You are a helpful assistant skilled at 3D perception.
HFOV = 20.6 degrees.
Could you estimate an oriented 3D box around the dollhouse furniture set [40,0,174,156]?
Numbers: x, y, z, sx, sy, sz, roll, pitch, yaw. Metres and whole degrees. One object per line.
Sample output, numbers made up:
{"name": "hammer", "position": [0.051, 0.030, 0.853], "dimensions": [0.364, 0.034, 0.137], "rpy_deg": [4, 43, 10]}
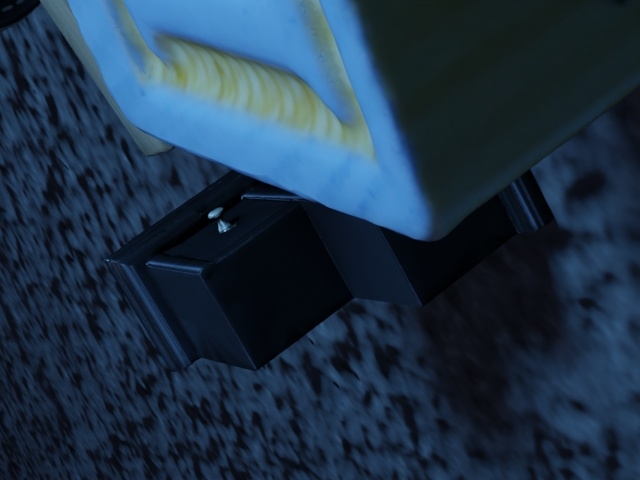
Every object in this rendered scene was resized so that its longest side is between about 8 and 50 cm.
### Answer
{"name": "dollhouse furniture set", "position": [-0.034, -0.140, 0.741], "dimensions": [0.144, 0.151, 0.123], "rpy_deg": [57, 158, -12]}

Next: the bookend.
{"name": "bookend", "position": [0.000, 0.000, 0.866], "dimensions": [0.156, 0.157, 0.072], "rpy_deg": [7, 129, 62]}

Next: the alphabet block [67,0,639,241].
{"name": "alphabet block", "position": [0.023, -0.145, 0.562], "dimensions": [0.192, 0.197, 0.193], "rpy_deg": [23, 143, 50]}

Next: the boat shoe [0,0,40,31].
{"name": "boat shoe", "position": [-0.172, -0.255, 0.813], "dimensions": [0.156, 0.187, 0.500], "rpy_deg": [50, 153, 26]}
